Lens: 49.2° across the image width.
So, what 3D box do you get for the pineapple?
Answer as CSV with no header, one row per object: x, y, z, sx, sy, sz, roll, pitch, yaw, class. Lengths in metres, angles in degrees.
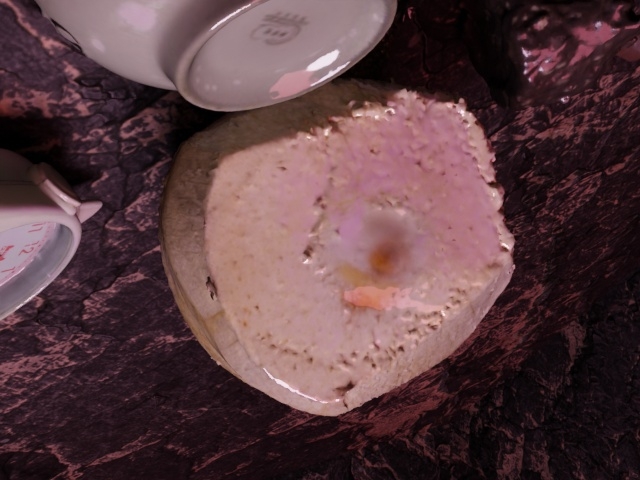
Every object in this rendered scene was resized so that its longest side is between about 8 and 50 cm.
0.068,-0.254,0.800,0.074,0.074,0.159,0,138,-39,pineapple

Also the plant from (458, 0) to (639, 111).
0.300,-0.268,0.857,0.233,0.178,0.204,-18,149,-5,plant

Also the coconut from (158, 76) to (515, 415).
0.000,0.000,0.837,0.404,0.405,0.405,-20,150,-12,coconut

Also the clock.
-0.385,0.013,0.735,0.265,0.109,0.324,-46,169,25,clock

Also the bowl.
-0.056,-0.221,0.526,0.353,0.185,0.354,-21,169,-4,bowl
